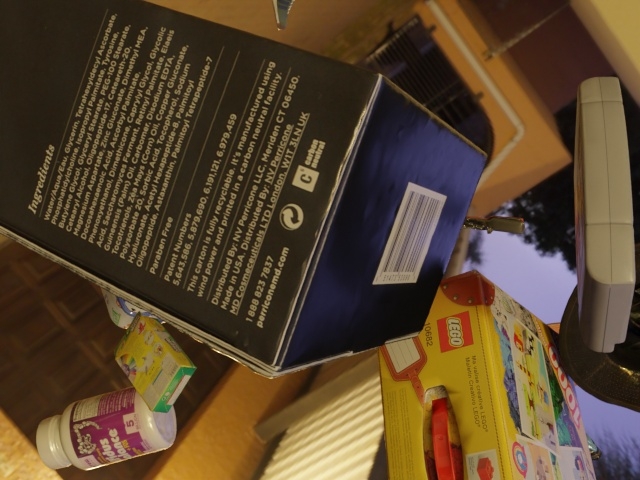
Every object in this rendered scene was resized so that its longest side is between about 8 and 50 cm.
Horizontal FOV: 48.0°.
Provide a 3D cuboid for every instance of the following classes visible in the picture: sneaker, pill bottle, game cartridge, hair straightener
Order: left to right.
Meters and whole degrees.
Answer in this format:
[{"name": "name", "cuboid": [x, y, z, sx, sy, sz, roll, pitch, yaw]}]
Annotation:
[{"name": "pill bottle", "cuboid": [-0.519, 0.457, 1.745, 0.302, 0.169, 0.169, -17, -171, 6]}, {"name": "sneaker", "cuboid": [-0.094, -0.686, 2.028, 0.086, 0.192, 0.064, -9, -135, 0]}, {"name": "hair straightener", "cuboid": [0.478, -0.053, 2.084, 0.089, 0.231, 0.047, -66, 167, -72]}, {"name": "sneaker", "cuboid": [0.564, 0.482, 1.619, 0.067, 0.078, 0.188, -46, 174, -25]}, {"name": "game cartridge", "cuboid": [0.332, -0.041, 0.853, 0.060, 0.196, 0.294, 2, -124, 14]}]

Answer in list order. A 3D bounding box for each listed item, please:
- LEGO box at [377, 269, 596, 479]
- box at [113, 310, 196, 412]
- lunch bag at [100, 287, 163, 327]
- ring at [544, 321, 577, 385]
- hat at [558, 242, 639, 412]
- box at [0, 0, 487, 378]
[{"name": "LEGO box", "cuboid": [0.274, 0.353, 1.108, 0.193, 0.372, 0.499, -22, -125, 30]}, {"name": "box", "cuboid": [-0.306, 0.215, 1.300, 0.043, 0.179, 0.105, 23, 103, -51]}, {"name": "lunch bag", "cuboid": [-0.433, 0.112, 1.931, 0.304, 0.243, 0.115, -8, 152, -41]}, {"name": "ring", "cuboid": [0.612, 0.307, 1.908, 0.337, 0.337, 0.032, -33, -141, 31]}, {"name": "hat", "cuboid": [0.552, 0.123, 1.201, 0.331, 0.331, 0.134, -34, -165, 24]}, {"name": "box", "cuboid": [-0.098, -0.083, 0.909, 0.480, 0.472, 0.297, 5, 105, -66]}]
